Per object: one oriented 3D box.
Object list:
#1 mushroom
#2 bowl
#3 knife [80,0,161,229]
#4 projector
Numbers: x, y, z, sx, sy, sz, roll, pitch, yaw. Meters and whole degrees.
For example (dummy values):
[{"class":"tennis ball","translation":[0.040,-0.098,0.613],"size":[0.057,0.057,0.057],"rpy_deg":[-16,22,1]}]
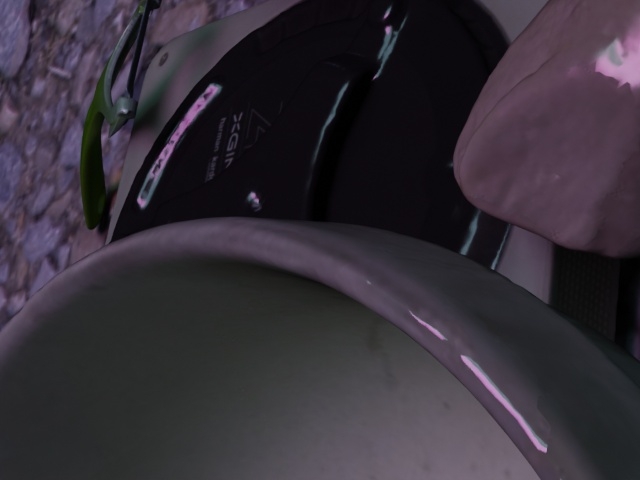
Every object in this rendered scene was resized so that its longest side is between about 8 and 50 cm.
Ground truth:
[{"class":"mushroom","translation":[0.198,-0.105,0.501],"size":[0.350,0.128,0.128],"rpy_deg":[-39,44,10]},{"class":"bowl","translation":[0.018,0.145,0.449],"size":[0.307,0.163,0.307],"rpy_deg":[2,93,43]},{"class":"knife","translation":[-0.103,-0.055,0.768],"size":[0.166,0.022,0.078],"rpy_deg":[122,165,-60]},{"class":"projector","translation":[0.000,0.000,0.661],"size":[0.259,0.079,0.257],"rpy_deg":[-14,56,41]}]
